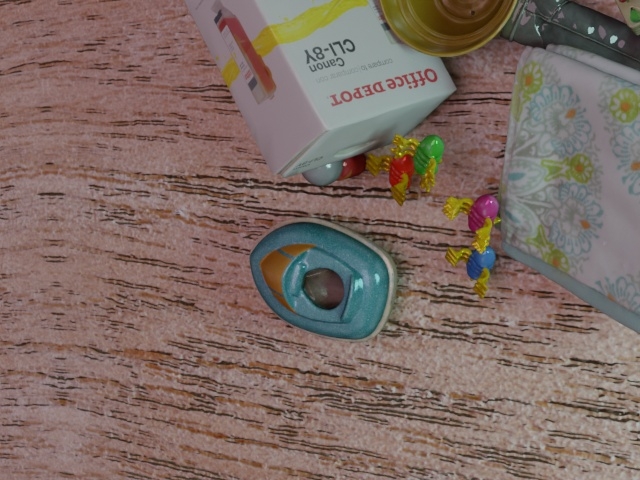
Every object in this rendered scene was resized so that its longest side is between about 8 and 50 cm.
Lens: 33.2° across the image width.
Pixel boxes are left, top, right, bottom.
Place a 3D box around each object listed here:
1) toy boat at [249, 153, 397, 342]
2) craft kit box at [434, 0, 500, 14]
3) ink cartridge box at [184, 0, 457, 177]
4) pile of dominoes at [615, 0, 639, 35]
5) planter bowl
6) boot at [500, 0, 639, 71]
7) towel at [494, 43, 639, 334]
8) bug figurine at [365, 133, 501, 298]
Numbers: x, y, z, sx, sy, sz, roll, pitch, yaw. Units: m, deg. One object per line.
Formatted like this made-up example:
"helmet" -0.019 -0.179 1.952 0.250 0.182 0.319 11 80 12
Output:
"toy boat" 0.000 0.000 1.714 0.268 0.148 0.318 15 103 26
"craft kit box" 0.254 -0.458 1.582 0.250 0.061 0.246 19 102 25
"ink cartridge box" -0.013 -0.320 1.594 0.160 0.279 0.384 -36 78 51
"pile of dominoes" 0.510 -0.345 1.383 0.251 0.040 0.196 -28 72 21
"planter bowl" 0.197 -0.370 1.540 0.217 0.090 0.217 3 97 28
"boot" 0.377 -0.312 1.487 0.208 0.076 0.189 27 119 9
"towel" 0.393 -0.064 1.428 0.374 0.090 0.320 33 132 41
"bug figurine" 0.187 -0.055 1.597 0.072 0.216 0.279 -35 76 -17
